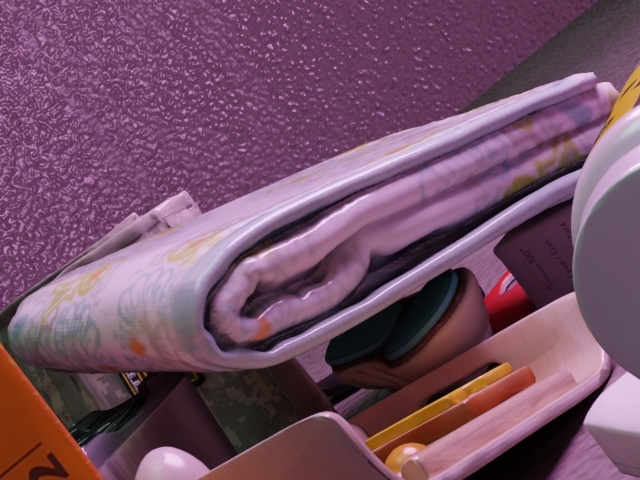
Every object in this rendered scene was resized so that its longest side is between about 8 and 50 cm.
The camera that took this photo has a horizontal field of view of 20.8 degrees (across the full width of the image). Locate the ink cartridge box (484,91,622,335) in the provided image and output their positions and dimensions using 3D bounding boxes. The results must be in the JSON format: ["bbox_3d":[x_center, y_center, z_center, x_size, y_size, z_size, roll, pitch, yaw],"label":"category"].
[{"bbox_3d":[0.210,-0.035,1.357,0.261,0.066,0.296,-32,8,38],"label":"ink cartridge box"}]

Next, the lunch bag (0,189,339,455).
[{"bbox_3d":[-0.132,0.105,1.466,0.169,0.235,0.287,-35,2,-35],"label":"lunch bag"}]

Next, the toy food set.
[{"bbox_3d":[0.013,0.113,0.979,0.220,0.092,0.306,-34,-7,33],"label":"toy food set"}]

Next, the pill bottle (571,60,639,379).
[{"bbox_3d":[0.170,-0.020,0.730,0.119,0.119,0.208,-35,6,24],"label":"pill bottle"}]

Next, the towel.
[{"bbox_3d":[0.000,0.000,1.211,0.374,0.090,0.320,-25,5,-29],"label":"towel"}]

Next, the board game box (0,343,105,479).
[{"bbox_3d":[-0.303,0.237,0.826,0.356,0.356,0.356,-40,6,-34],"label":"board game box"}]

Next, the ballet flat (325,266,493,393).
[{"bbox_3d":[0.077,0.072,1.211,0.086,0.086,0.248,-39,5,-16],"label":"ballet flat"}]

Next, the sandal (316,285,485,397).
[{"bbox_3d":[0.060,0.078,1.483,0.179,0.040,0.067,-35,6,25],"label":"sandal"}]

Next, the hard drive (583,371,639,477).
[{"bbox_3d":[0.260,0.022,0.681,0.233,0.047,0.353,-38,5,-11],"label":"hard drive"}]

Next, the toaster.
[{"bbox_3d":[-0.126,0.193,1.168,0.129,0.146,0.227,-36,5,24],"label":"toaster"}]
